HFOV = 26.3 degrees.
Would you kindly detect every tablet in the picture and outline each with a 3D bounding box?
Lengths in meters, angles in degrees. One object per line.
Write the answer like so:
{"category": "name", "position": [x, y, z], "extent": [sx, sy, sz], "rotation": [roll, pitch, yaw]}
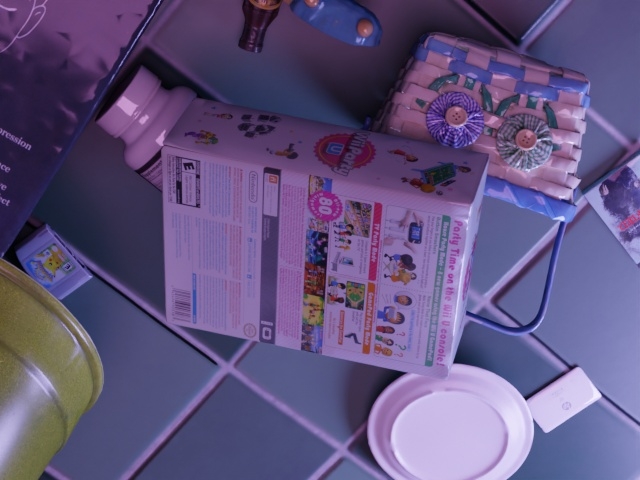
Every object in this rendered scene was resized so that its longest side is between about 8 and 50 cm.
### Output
{"category": "tablet", "position": [0.295, 0.194, 1.667], "extent": [0.083, 0.006, 0.054], "rotation": [-35, 110, 11]}

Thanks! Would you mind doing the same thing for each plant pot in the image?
{"category": "plant pot", "position": [-0.454, 0.221, 1.368], "extent": [0.366, 0.353, 0.366], "rotation": [13, 143, 10]}

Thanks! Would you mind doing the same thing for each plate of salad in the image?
{"category": "plate of salad", "position": [0.156, 0.225, 1.650], "extent": [0.200, 0.048, 0.200], "rotation": [2, 120, 4]}

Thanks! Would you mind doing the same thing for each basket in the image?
{"category": "basket", "position": [0.146, -0.065, 1.444], "extent": [0.254, 0.201, 0.289], "rotation": [15, 103, -2]}

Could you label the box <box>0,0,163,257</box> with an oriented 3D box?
{"category": "box", "position": [-0.330, -0.240, 1.342], "extent": [0.293, 0.212, 0.395], "rotation": [31, 108, -14]}

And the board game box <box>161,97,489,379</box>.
{"category": "board game box", "position": [0.000, 0.000, 1.366], "extent": [0.303, 0.097, 0.224], "rotation": [12, 128, 11]}

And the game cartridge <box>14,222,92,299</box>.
{"category": "game cartridge", "position": [-0.307, 0.026, 1.558], "extent": [0.056, 0.017, 0.083], "rotation": [-34, 110, 14]}

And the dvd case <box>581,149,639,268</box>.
{"category": "dvd case", "position": [0.369, -0.036, 1.573], "extent": [0.087, 0.013, 0.119], "rotation": [-36, 110, 11]}

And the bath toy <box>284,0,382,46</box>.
{"category": "bath toy", "position": [0.094, -0.363, 1.366], "extent": [0.151, 0.129, 0.348], "rotation": [37, 106, 4]}

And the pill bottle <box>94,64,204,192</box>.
{"category": "pill bottle", "position": [-0.142, -0.097, 1.467], "extent": [0.193, 0.108, 0.108], "rotation": [40, 105, -17]}

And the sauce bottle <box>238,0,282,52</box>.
{"category": "sauce bottle", "position": [-0.057, -0.261, 1.441], "extent": [0.042, 0.042, 0.128], "rotation": [12, 111, -8]}
